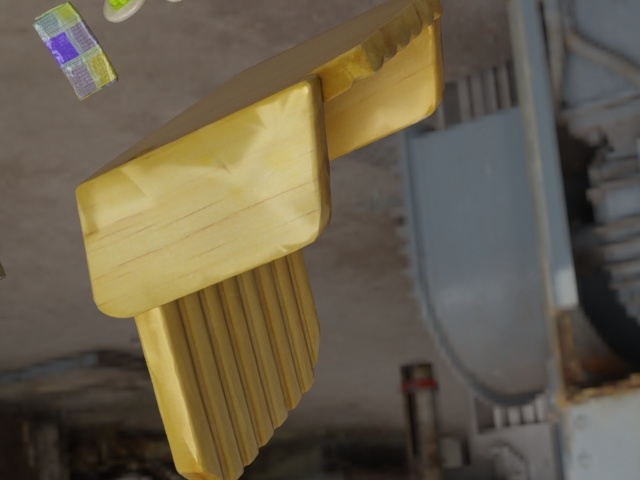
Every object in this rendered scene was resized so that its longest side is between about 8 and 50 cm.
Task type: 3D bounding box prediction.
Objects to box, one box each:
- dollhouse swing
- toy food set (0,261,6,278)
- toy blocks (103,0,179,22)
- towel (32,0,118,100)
[{"bbox_3d":[0.000,0.000,1.341,0.315,0.305,0.347,-22,-169,26],"label":"dollhouse swing"},{"bbox_3d":[-0.335,-0.039,0.950,0.092,0.220,0.306,-23,-178,23],"label":"toy food set"},{"bbox_3d":[-0.182,-0.255,1.291,0.123,0.054,0.148,-12,141,34],"label":"toy blocks"},{"bbox_3d":[-0.215,-0.166,1.355,0.060,0.083,0.009,-15,-159,44],"label":"towel"}]
